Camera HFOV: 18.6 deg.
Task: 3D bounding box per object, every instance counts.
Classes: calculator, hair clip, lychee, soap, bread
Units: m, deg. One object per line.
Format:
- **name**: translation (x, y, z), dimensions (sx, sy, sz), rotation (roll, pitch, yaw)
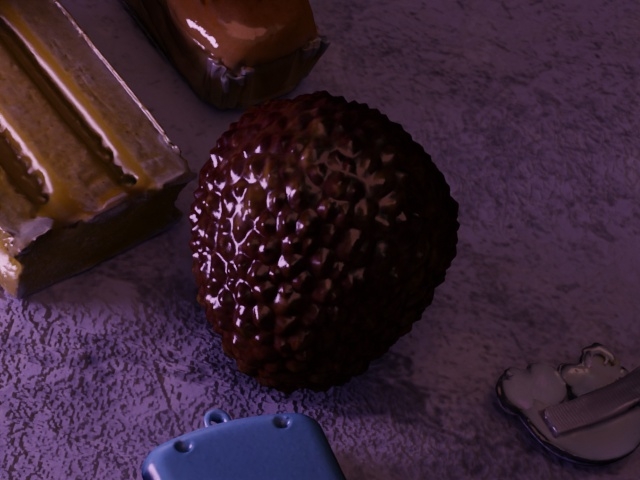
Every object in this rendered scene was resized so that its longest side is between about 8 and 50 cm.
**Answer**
- **calculator**: translation (-0.037, 0.258, 1.586), dimensions (0.173, 0.051, 0.293), rotation (-12, 57, -24)
- **hair clip**: translation (0.246, 0.147, 1.764), dimensions (0.172, 0.049, 0.116), rotation (-18, 56, -25)
- **lychee**: translation (0.000, 0.000, 1.686), dimensions (0.236, 0.236, 0.271), rotation (17, 71, -4)
- **soap**: translation (-0.281, -0.112, 1.772), dimensions (0.199, 0.091, 0.315), rotation (-27, 65, -33)
- **bread**: translation (-0.106, -0.246, 1.919), dimensions (0.136, 0.107, 0.241), rotation (-23, 63, -28)
